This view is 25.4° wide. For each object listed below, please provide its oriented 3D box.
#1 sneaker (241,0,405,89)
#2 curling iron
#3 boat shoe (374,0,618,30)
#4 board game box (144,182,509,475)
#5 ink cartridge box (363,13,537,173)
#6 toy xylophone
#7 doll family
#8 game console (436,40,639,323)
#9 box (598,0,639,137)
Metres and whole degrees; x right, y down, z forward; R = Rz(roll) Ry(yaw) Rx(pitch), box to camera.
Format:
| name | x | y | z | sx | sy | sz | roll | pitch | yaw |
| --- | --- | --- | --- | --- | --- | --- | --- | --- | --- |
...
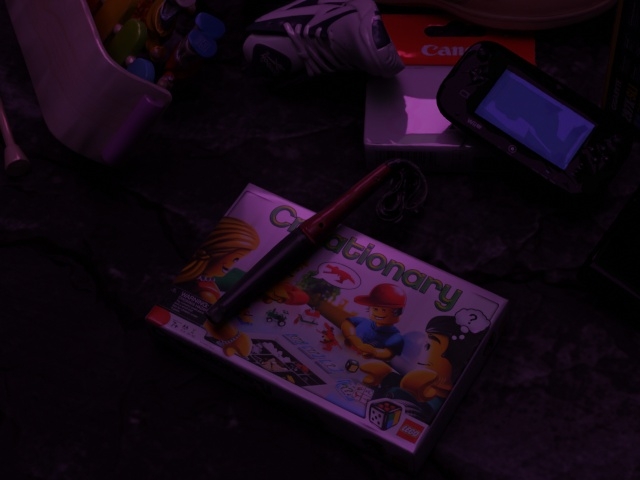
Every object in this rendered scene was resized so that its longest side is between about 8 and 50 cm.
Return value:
| name | x | y | z | sx | sy | sz | roll | pitch | yaw |
| --- | --- | --- | --- | --- | --- | --- | --- | --- | --- |
| sneaker | -0.008 | -0.206 | 1.547 | 0.153 | 0.094 | 0.235 | -29 | 33 | -1 |
| curling iron | 0.000 | 0.000 | 1.405 | 0.274 | 0.035 | 0.068 | -32 | 58 | -20 |
| boat shoe | 0.174 | -0.323 | 1.619 | 0.341 | 0.110 | 0.121 | 8 | 49 | 11 |
| board game box | 0.007 | 0.080 | 1.404 | 0.305 | 0.053 | 0.193 | 24 | 60 | 20 |
| ink cartridge box | 0.147 | -0.179 | 1.568 | 0.189 | 0.066 | 0.232 | 1 | 60 | 6 |
| toy xylophone | -0.280 | -0.212 | 1.566 | 0.081 | 0.236 | 0.322 | 12 | 49 | -41 |
| doll family | -0.137 | -0.281 | 1.605 | 0.118 | 0.163 | 0.263 | 41 | 63 | -8 |
| game console | 0.276 | -0.067 | 1.445 | 0.361 | 0.044 | 0.213 | 34 | 63 | 10 |
| box | 0.412 | -0.285 | 1.455 | 0.257 | 0.322 | 0.079 | -37 | 62 | -18 |
